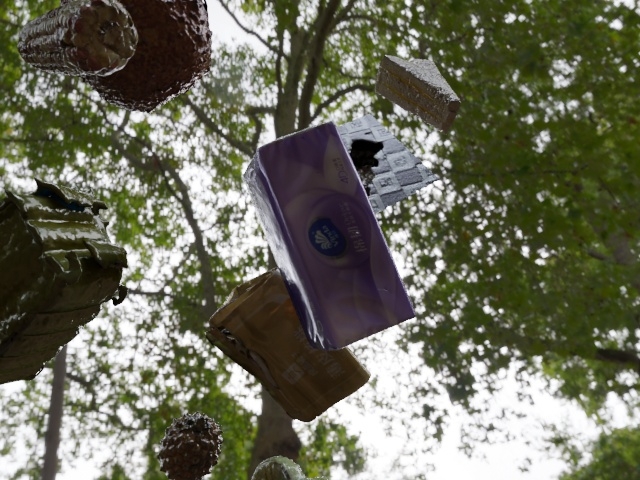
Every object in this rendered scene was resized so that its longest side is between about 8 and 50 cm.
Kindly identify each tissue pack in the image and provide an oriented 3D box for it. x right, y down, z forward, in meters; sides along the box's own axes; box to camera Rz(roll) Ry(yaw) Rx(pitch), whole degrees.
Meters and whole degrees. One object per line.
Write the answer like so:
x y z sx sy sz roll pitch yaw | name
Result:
0.000 0.000 1.023 0.160 0.338 0.242 -22 -5 -13 | tissue pack

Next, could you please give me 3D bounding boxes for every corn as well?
-0.268 -0.210 0.655 0.079 0.237 0.079 -11 -74 -41 | corn

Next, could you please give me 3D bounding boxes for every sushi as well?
0.093 -0.173 1.658 0.320 0.339 0.069 -28 -36 -17 | sushi

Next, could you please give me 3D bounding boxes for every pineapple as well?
-0.319 0.505 1.541 0.166 0.166 0.193 9 -56 -23 | pineapple

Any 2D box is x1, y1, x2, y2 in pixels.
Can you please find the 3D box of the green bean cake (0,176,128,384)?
-0.429 0.030 0.878 0.310 0.285 0.202 -37 -16 16 | green bean cake

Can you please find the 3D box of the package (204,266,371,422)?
-0.082 0.238 1.311 0.311 0.165 0.221 50 -39 -13 | package

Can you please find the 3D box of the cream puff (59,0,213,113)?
-0.400 -0.433 1.330 0.350 0.228 0.350 2 -55 3 | cream puff

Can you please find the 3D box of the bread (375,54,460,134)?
0.173 -0.265 1.122 0.105 0.152 0.077 -1 -47 -17 | bread

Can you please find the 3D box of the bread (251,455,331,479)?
-0.005 0.414 0.754 0.056 0.286 0.207 3 -13 -44 | bread
